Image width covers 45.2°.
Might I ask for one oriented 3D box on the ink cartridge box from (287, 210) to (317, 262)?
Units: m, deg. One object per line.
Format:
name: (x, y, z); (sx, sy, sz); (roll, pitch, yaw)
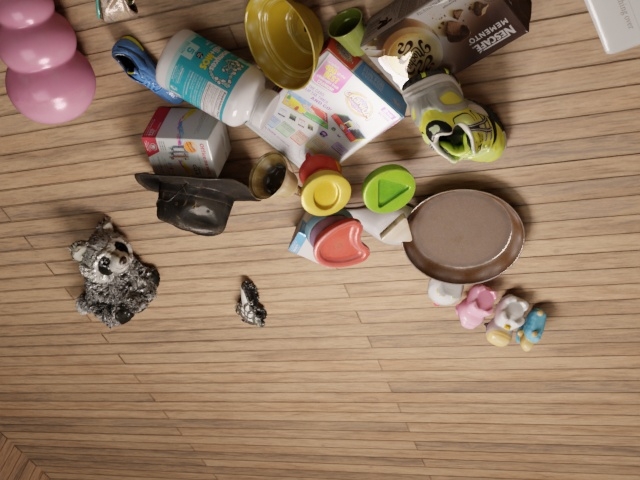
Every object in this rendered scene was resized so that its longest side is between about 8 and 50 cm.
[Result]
ink cartridge box: (0.000, 0.000, 2.105); (0.143, 0.092, 0.090); (25, 137, -8)

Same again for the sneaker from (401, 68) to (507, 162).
sneaker: (0.293, -0.224, 1.653); (0.145, 0.147, 0.385); (-22, 156, 31)

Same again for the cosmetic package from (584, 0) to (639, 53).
cosmetic package: (0.572, -0.557, 1.163); (0.394, 0.327, 0.329); (-15, 129, 31)

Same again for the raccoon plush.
raccoon plush: (-0.717, 0.111, 2.387); (0.446, 0.216, 0.299); (-17, 120, 32)

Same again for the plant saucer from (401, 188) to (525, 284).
plant saucer: (0.364, -0.015, 1.977); (0.311, 0.050, 0.310); (4, 128, 5)

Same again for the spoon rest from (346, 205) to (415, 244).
spoon rest: (0.130, -0.043, 2.041); (0.276, 0.084, 0.137); (-1, 134, -1)

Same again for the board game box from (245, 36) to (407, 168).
board game box: (0.009, -0.300, 1.807); (0.242, 0.064, 0.316); (38, 134, -22)

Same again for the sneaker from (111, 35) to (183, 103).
sneaker: (-0.415, -0.390, 1.838); (0.069, 0.082, 0.209); (-24, 126, 33)

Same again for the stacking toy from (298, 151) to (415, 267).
stacking toy: (0.082, -0.095, 1.903); (0.280, 0.130, 0.309); (-14, 134, -7)

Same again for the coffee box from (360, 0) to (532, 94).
coffee box: (0.251, -0.434, 1.547); (0.297, 0.119, 0.168); (-25, 124, 37)

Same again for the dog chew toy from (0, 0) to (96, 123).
dog chew toy: (-0.651, -0.441, 1.784); (0.207, 0.206, 0.331); (3, 127, 15)

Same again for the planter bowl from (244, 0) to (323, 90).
planter bowl: (-0.059, -0.437, 1.640); (0.217, 0.090, 0.217); (33, 141, 31)

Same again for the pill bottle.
pill bottle: (-0.226, -0.354, 1.734); (0.264, 0.146, 0.146); (30, 137, 3)

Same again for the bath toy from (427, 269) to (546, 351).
bath toy: (0.446, 0.190, 2.147); (0.348, 0.151, 0.129); (26, 172, -9)

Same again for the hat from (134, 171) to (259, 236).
hat: (-0.323, -0.082, 1.989); (0.331, 0.134, 0.331); (7, 170, 1)

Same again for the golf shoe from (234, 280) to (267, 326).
golf shoe: (-0.235, 0.202, 2.407); (0.094, 0.077, 0.198); (2, 134, 17)

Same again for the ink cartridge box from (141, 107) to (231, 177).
ink cartridge box: (-0.331, -0.245, 1.927); (0.176, 0.127, 0.128); (3, 136, 13)

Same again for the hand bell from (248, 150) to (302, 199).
hand bell: (-0.055, -0.129, 1.969); (0.126, 0.126, 0.242); (-21, 152, 34)

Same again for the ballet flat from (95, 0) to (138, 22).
ballet flat: (-0.433, -0.605, 1.620); (0.106, 0.107, 0.316); (-2, 144, -9)

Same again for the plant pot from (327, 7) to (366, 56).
plant pot: (0.070, -0.438, 1.642); (0.083, 0.083, 0.079); (-12, 144, 28)
